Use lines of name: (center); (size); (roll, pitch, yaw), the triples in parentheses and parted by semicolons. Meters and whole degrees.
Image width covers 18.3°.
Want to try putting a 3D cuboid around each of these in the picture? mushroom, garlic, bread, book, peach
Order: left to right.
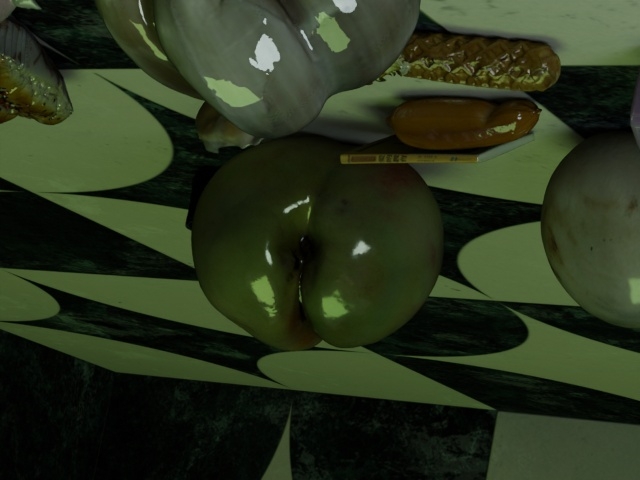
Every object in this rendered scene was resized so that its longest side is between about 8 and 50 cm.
garlic: (-0.057, -0.193, 1.545); (0.237, 0.210, 0.292); (38, 164, 36)
peach: (0.001, 0.000, 2.266); (0.292, 0.247, 0.292); (-10, -174, 1)
book: (0.123, -0.098, 2.093); (0.172, 0.012, 0.118); (2, -165, 35)
bread: (0.143, -0.164, 1.824); (0.157, 0.044, 0.052); (7, 162, 14)
mushroom: (0.341, -0.021, 2.044); (0.215, 0.207, 0.207); (-21, -179, -24)

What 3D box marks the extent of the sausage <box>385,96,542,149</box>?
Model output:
sausage: (0.145, -0.118, 2.014); (0.183, 0.054, 0.062); (1, -162, 32)

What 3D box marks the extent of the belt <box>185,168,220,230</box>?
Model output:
belt: (-0.075, -0.030, 2.555); (0.198, 0.078, 0.151); (14, 166, -19)

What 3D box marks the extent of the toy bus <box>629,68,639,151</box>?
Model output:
toy bus: (0.377, -0.112, 1.745); (0.199, 0.096, 0.108); (9, 164, 25)

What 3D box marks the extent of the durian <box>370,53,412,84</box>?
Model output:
durian: (0.004, -0.219, 1.650); (0.140, 0.078, 0.224); (16, 153, 25)

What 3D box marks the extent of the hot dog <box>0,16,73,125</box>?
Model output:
hot dog: (-0.349, -0.178, 2.125); (0.144, 0.075, 0.268); (6, 169, 12)

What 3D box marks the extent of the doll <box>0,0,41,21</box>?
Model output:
doll: (-0.342, -0.245, 1.773); (0.192, 0.095, 0.149); (19, 172, -41)
